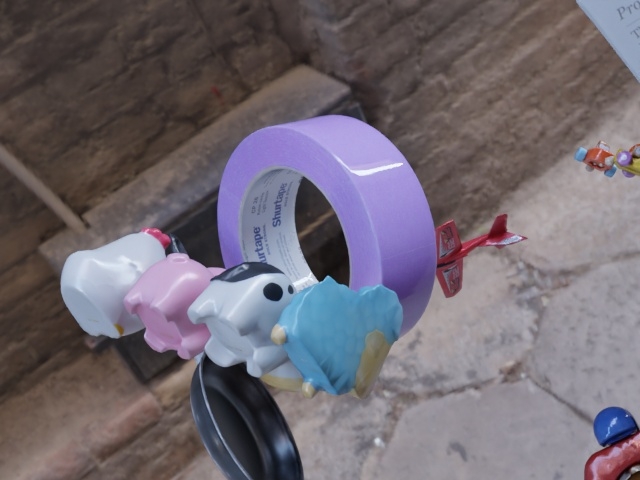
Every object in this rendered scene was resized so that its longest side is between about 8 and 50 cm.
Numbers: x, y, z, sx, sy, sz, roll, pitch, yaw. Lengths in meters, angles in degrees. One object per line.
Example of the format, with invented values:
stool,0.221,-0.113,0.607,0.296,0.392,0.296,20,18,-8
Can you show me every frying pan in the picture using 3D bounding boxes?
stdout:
frying pan,-0.118,0.154,1.061,0.053,0.326,0.197,-33,4,12

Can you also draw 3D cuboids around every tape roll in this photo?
tape roll,0.000,0.000,1.088,0.090,0.275,0.274,-17,23,-40

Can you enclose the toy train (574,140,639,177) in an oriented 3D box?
toy train,0.427,-0.095,1.271,0.046,0.166,0.125,-63,-3,-2

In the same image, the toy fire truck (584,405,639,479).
toy fire truck,0.421,0.269,1.030,0.302,0.169,0.254,-29,56,13

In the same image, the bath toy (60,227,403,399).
bath toy,-0.098,0.061,0.919,0.348,0.151,0.129,10,46,37

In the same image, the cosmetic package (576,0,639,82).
cosmetic package,0.543,-0.266,1.048,0.329,0.394,0.327,-31,18,37

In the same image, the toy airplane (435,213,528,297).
toy airplane,0.178,0.010,1.178,0.151,0.151,0.028,-23,51,5
